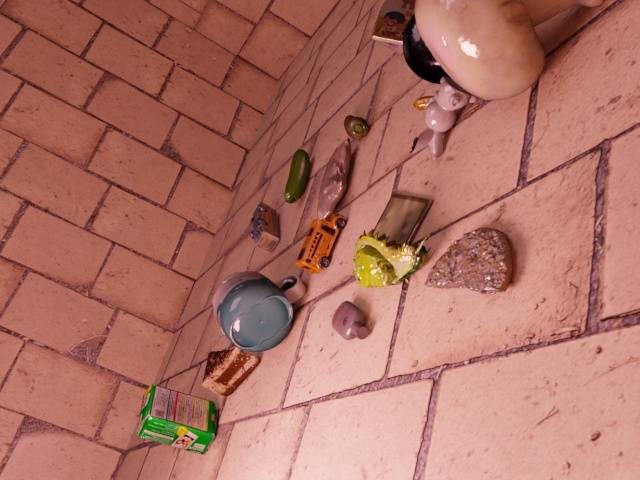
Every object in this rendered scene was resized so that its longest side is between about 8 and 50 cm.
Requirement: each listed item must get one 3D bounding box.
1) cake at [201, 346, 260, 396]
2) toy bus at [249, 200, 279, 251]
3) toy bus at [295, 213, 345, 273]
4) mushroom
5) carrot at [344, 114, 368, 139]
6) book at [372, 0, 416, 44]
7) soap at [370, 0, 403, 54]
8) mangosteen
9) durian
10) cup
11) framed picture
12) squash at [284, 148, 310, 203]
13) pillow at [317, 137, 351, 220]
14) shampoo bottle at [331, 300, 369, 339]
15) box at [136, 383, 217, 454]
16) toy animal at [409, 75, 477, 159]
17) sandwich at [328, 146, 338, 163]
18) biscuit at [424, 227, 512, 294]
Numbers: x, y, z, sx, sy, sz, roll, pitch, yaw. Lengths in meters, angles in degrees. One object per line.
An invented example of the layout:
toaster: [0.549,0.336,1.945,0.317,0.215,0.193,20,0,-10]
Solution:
cake: [-0.294,0.432,2.026,0.246,0.112,0.135,-22,46,58]
toy bus: [-0.226,-0.060,2.541,0.092,0.106,0.268,-55,22,21]
toy bus: [0.000,0.000,1.875,0.083,0.088,0.194,-15,50,67]
mushroom: [0.353,-0.418,1.253,0.315,0.356,0.315,-44,-35,-44]
carrot: [0.115,-0.411,2.204,0.078,0.078,0.298,-58,13,13]
book: [0.301,-0.724,1.949,0.020,0.208,0.295,78,-151,-64]
soap: [0.280,-0.772,2.104,0.199,0.138,0.182,132,162,-66]
mangosteen: [0.318,-0.496,1.560,0.243,0.243,0.243,-52,21,29]
durian: [0.136,0.046,1.407,0.375,0.107,0.132,149,128,-68]
cup: [-0.179,0.202,1.916,0.290,0.219,0.257,-32,15,-11]
framed picture: [0.188,-0.037,1.547,0.173,0.010,0.231,-62,18,1]
squash: [-0.089,-0.254,2.489,0.082,0.082,0.292,-44,27,44]
pillow: [0.048,-0.203,2.073,0.173,0.067,0.270,-53,19,41]
shampoo bottle: [0.072,0.196,1.478,0.080,0.040,0.165,-60,17,0]
box: [-0.467,0.583,2.043,0.103,0.250,0.180,-61,18,21]
toy animal: [0.279,-0.301,1.519,0.181,0.131,0.127,-62,-6,33]
sandwich: [0.051,-0.292,2.259,0.069,0.026,0.101,-52,17,40]
biscuit: [0.283,0.035,1.159,0.133,0.032,0.250,-64,17,-10]
